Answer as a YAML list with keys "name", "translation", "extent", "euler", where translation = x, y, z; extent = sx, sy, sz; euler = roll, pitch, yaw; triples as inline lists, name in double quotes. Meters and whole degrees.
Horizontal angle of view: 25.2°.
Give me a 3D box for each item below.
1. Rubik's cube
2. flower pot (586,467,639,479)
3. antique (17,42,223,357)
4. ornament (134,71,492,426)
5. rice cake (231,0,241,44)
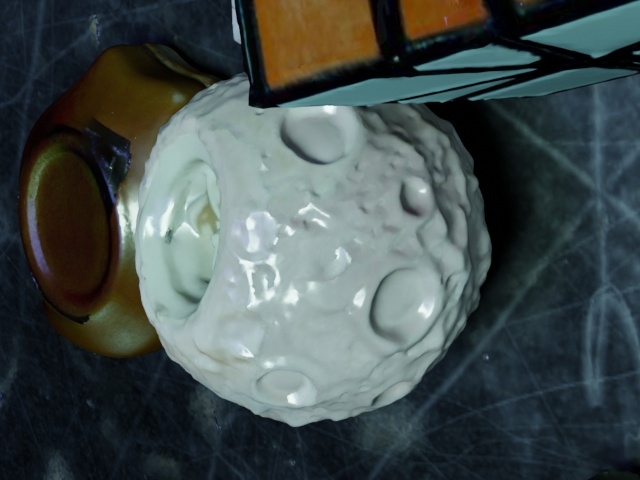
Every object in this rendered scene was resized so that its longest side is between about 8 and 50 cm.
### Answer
- name: "Rubik's cube"
  translation: [0.129, -0.232, 0.766]
  extent: [0.293, 0.288, 0.284]
  euler: [-8, 90, 46]
- name: "flower pot"
  translation: [0.206, 0.228, 0.965]
  extent: [0.157, 0.157, 0.107]
  euler: [37, 115, 28]
- name: "antique"
  translation: [-0.167, -0.026, 1.225]
  extent: [0.223, 0.129, 0.278]
  euler: [39, 124, 29]
- name: "ornament"
  translation: [0.000, 0.000, 1.010]
  extent: [0.259, 0.225, 0.260]
  euler: [-11, 77, 58]
- name: "rice cake"
  translation: [-0.032, -0.259, 0.965]
  extent: [0.050, 0.106, 0.298]
  euler: [14, 146, 9]
